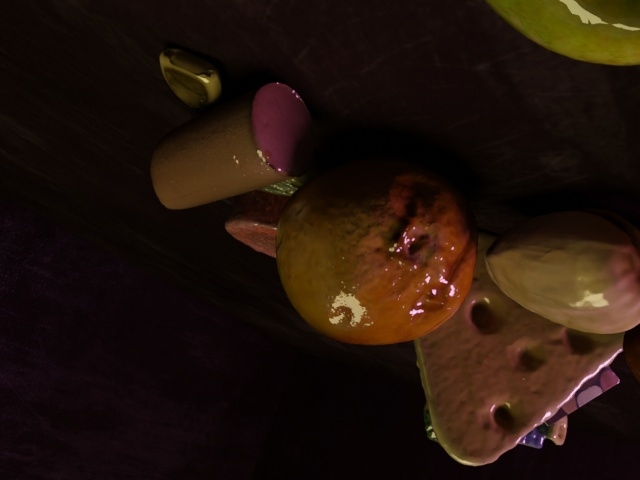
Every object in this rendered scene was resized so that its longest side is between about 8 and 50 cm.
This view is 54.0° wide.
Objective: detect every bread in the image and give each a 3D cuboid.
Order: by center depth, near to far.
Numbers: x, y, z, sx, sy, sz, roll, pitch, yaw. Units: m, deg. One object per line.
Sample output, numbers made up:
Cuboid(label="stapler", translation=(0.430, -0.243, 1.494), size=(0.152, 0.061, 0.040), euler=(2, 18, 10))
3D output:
Cuboid(label="bread", translation=(-0.069, -0.111, 0.984), size=(0.156, 0.064, 0.117), euler=(18, 165, 12))

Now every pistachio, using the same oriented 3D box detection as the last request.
Cuboid(label="pistachio", translation=(0.325, 0.034, 0.813), size=(0.157, 0.157, 0.230), euler=(31, 168, -32))

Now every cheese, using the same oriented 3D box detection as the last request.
Cuboid(label="cheese", translation=(-0.172, -0.202, 0.864), size=(0.086, 0.036, 0.162), euler=(22, 164, 1))
Cuboid(label="cheese", translation=(0.319, 0.135, 1.003), size=(0.384, 0.383, 0.104), euler=(17, 169, 12))

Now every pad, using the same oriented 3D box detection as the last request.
Cuboid(label="pad", translation=(0.417, 0.212, 1.156), size=(0.235, 0.158, 0.003), euler=(53, -170, -3))

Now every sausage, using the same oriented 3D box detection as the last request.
Cuboid(label="sausage", translation=(-0.131, -0.120, 0.857), size=(0.253, 0.123, 0.123), euler=(-11, 147, 42))

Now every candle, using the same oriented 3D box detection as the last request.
Cuboid(label="candle", translation=(0.000, 0.000, 1.159), size=(0.317, 0.131, 0.287), euler=(29, 159, -30))

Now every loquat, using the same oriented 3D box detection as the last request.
Cuboid(label="loquat", translation=(0.072, 0.005, 0.879), size=(0.276, 0.275, 0.284), euler=(26, -174, -16))

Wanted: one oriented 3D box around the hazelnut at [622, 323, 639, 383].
Cuboid(label="hazelnut", translation=(0.536, 0.142, 0.848), size=(0.230, 0.229, 0.229), euler=(19, 164, 6))

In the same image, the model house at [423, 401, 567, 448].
Cuboid(label="model house", translation=(0.403, 0.295, 1.322), size=(0.266, 0.321, 0.261), euler=(1, 161, 47))

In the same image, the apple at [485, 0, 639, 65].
Cuboid(label="apple", translation=(0.150, -0.180, 0.294), size=(0.196, 0.195, 0.196), euler=(19, 164, 6))
